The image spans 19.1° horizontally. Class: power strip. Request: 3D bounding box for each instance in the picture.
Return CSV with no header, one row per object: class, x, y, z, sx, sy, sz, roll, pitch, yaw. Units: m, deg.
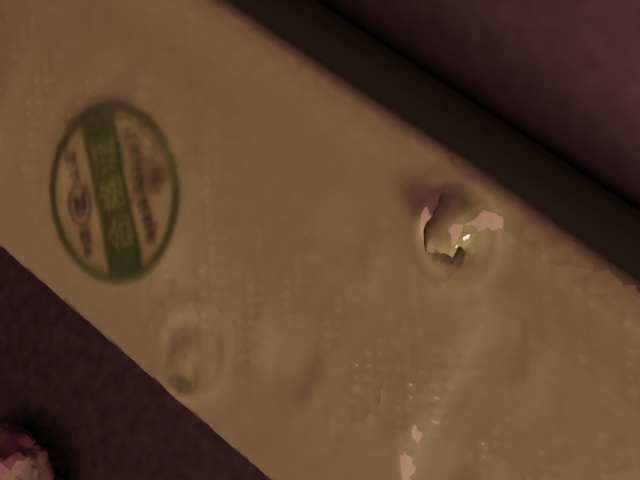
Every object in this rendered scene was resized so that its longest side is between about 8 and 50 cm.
power strip,0.000,0.000,0.450,0.385,0.062,0.091,37,114,31

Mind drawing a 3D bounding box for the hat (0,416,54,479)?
hat,-0.094,0.162,0.522,0.140,0.129,0.227,-36,52,51
